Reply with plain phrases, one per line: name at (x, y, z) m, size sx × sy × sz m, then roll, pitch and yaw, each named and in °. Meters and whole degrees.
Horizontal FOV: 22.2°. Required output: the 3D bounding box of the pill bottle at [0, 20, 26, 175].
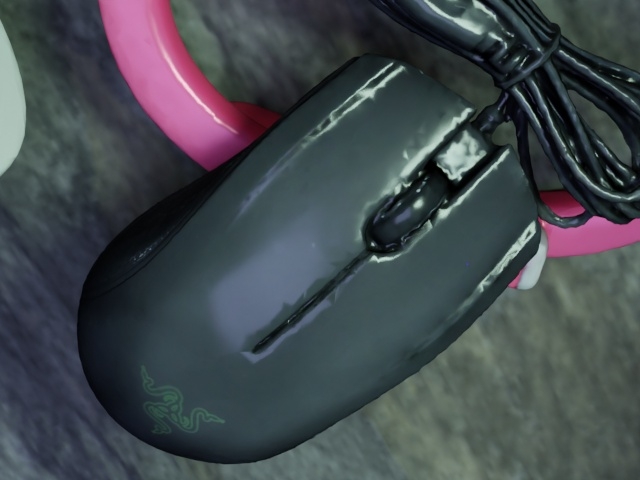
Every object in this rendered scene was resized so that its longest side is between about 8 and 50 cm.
pill bottle at (-0.310, -0.005, 0.675) m, size 0.361 × 0.204 × 0.204 m, roll -32°, pitch 108°, yaw 19°

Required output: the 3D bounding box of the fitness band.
fitness band at (0.051, -0.096, 0.675) m, size 0.290 × 0.054 × 0.209 m, roll 18°, pitch 116°, yaw -4°

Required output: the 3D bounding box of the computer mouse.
computer mouse at (0.000, 0.000, 0.656) m, size 0.188 × 0.072 × 0.272 m, roll 42°, pitch 111°, yaw -14°
